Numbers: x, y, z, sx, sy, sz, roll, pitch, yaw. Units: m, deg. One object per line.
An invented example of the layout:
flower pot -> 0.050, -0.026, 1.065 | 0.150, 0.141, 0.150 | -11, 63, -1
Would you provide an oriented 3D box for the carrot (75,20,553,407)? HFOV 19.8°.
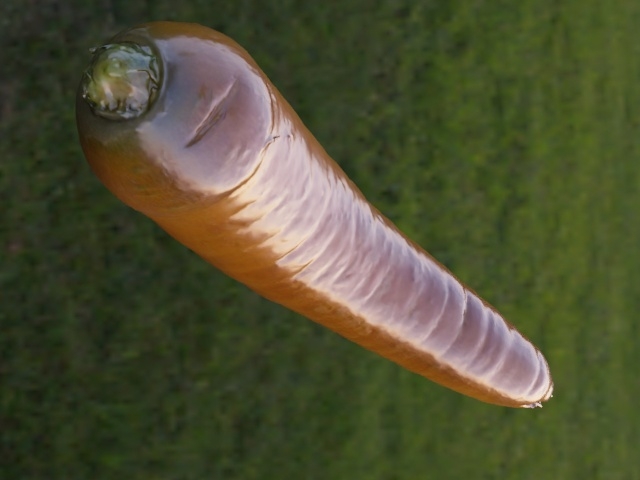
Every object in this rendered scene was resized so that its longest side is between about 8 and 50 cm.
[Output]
carrot -> 0.000, 0.000, 0.623 | 0.271, 0.066, 0.062 | 41, 28, -51
